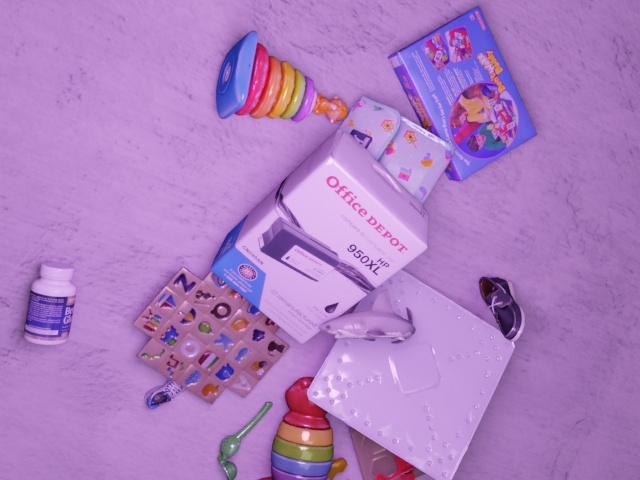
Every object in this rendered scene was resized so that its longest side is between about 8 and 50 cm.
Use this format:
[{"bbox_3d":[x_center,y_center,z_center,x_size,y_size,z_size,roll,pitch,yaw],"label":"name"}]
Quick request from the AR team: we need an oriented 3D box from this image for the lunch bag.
[{"bbox_3d":[0.144,-0.185,1.433,0.262,0.160,0.223,33,88,-5],"label":"lunch bag"}]

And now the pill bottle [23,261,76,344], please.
[{"bbox_3d":[-0.593,0.137,1.346,0.094,0.094,0.169,10,96,-14],"label":"pill bottle"}]

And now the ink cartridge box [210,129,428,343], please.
[{"bbox_3d":[0.000,0.000,1.338,0.285,0.166,0.395,41,118,-15],"label":"ink cartridge box"}]

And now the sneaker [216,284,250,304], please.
[{"bbox_3d":[-0.213,0.134,1.451,0.167,0.065,0.076,8,100,-12],"label":"sneaker"}]

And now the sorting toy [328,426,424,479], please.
[{"bbox_3d":[0.152,0.561,1.612,0.307,0.041,0.229,-18,106,-10],"label":"sorting toy"}]

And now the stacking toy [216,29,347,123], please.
[{"bbox_3d":[-0.071,-0.332,1.380,0.302,0.166,0.175,12,82,-26],"label":"stacking toy"}]

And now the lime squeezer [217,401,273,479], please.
[{"bbox_3d":[-0.208,0.548,1.527,0.110,0.059,0.310,9,96,-44],"label":"lime squeezer"}]

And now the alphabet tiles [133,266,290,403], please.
[{"bbox_3d":[-0.247,0.223,1.431,0.342,0.011,0.285,41,89,-25],"label":"alphabet tiles"}]

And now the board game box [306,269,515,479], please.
[{"bbox_3d":[0.223,0.311,1.478,0.390,0.050,0.390,32,72,1],"label":"board game box"}]

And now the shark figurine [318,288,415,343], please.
[{"bbox_3d":[0.151,0.167,1.345,0.278,0.166,0.116,9,76,-41],"label":"shark figurine"}]

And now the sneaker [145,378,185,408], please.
[{"bbox_3d":[-0.355,0.358,1.452,0.135,0.058,0.052,-36,104,-6],"label":"sneaker"}]

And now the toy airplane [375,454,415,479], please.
[{"bbox_3d":[0.202,0.611,1.599,0.151,0.028,0.151,-4,105,-14],"label":"toy airplane"}]

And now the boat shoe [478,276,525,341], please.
[{"bbox_3d":[0.448,0.168,1.525,0.079,0.233,0.084,22,119,-10],"label":"boat shoe"}]

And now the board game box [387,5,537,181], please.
[{"bbox_3d":[0.350,-0.354,1.495,0.233,0.078,0.347,-31,104,-7],"label":"board game box"}]

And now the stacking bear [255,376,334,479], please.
[{"bbox_3d":[-0.043,0.477,1.493,0.175,0.164,0.289,15,82,-51],"label":"stacking bear"}]
